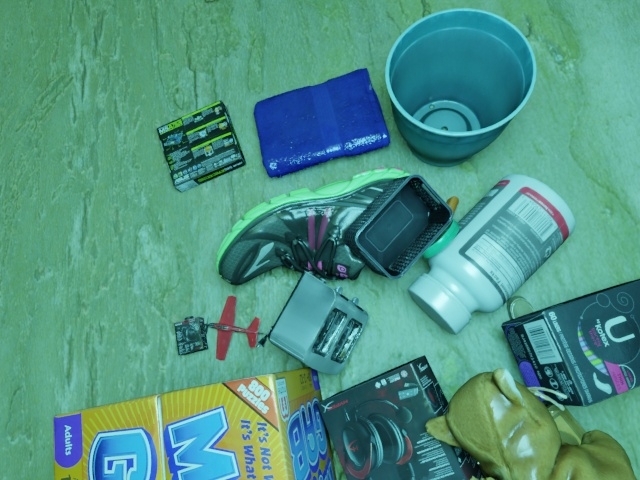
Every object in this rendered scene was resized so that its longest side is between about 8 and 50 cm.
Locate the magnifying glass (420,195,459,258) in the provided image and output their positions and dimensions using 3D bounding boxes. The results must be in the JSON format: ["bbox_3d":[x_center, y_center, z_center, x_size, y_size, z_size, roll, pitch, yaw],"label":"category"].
[{"bbox_3d":[0.257,-0.035,0.918,0.026,0.231,0.092,45,128,-6],"label":"magnifying glass"}]

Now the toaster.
[{"bbox_3d":[-0.005,0.176,0.902,0.110,0.168,0.185,23,79,38],"label":"toaster"}]

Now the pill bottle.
[{"bbox_3d":[0.333,0.032,0.890,0.318,0.176,0.176,-44,74,-4],"label":"pill bottle"}]

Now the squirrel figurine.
[{"bbox_3d":[0.304,0.368,0.599,0.370,0.397,0.281,54,132,21],"label":"squirrel figurine"}]

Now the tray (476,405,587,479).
[{"bbox_3d":[0.482,0.518,0.765,0.203,0.076,0.411,-35,64,-1],"label":"tray"}]

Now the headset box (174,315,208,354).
[{"bbox_3d":[-0.299,0.216,1.017,0.062,0.032,0.083,-16,73,4],"label":"headset box"}]

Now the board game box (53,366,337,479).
[{"bbox_3d":[-0.177,0.436,0.771,0.356,0.356,0.356,-13,74,7],"label":"board game box"}]

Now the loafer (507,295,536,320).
[{"bbox_3d":[0.434,0.181,0.901,0.056,0.050,0.148,-23,74,2],"label":"loafer"}]

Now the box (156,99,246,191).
[{"bbox_3d":[-0.307,-0.242,1.132,0.191,0.045,0.184,-23,71,3],"label":"box"}]

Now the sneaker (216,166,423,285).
[{"bbox_3d":[0.000,0.000,0.949,0.483,0.185,0.202,-20,70,4],"label":"sneaker"}]

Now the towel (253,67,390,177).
[{"bbox_3d":[-0.001,-0.282,1.084,0.308,0.076,0.227,-14,67,6],"label":"towel"}]

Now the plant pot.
[{"bbox_3d":[0.275,-0.288,0.941,0.272,0.255,0.271,-2,75,8],"label":"plant pot"}]

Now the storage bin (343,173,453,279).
[{"bbox_3d":[0.147,-0.027,0.851,0.122,0.084,0.180,45,83,-12],"label":"storage bin"}]

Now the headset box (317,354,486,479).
[{"bbox_3d":[0.157,0.399,0.828,0.218,0.110,0.293,-30,73,21],"label":"headset box"}]

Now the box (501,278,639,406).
[{"bbox_3d":[0.510,0.181,0.807,0.270,0.143,0.165,-15,74,-13],"label":"box"}]

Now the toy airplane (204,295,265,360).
[{"bbox_3d":[-0.195,0.204,1.006,0.151,0.028,0.151,-2,77,9],"label":"toy airplane"}]
